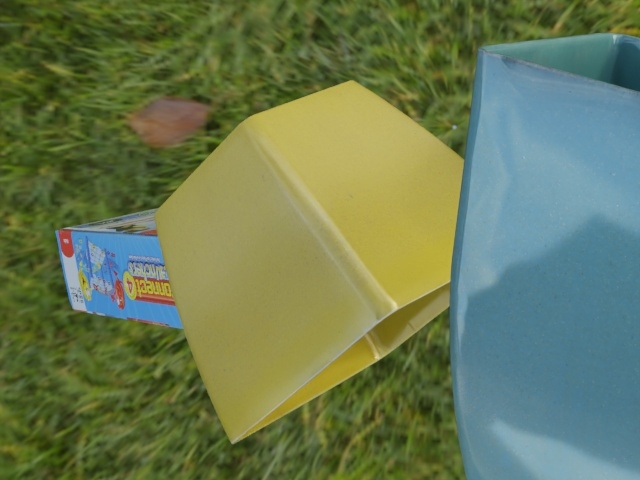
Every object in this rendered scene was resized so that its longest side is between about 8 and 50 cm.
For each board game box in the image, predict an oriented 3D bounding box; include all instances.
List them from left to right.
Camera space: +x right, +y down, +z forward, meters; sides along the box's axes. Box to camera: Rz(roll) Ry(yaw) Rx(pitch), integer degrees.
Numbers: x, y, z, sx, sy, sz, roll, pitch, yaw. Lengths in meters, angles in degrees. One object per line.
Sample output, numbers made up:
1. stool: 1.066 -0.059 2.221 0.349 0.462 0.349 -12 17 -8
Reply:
1. board game box: -0.051 0.004 1.617 0.308 0.302 0.086 -13 99 -29

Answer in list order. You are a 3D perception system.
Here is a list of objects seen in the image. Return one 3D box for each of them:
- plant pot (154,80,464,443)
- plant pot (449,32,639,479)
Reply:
1. plant pot: 0.000 0.000 1.311 0.212 0.212 0.187 -42 78 40
2. plant pot: 0.164 0.030 0.860 0.165 0.166 0.234 20 108 30
